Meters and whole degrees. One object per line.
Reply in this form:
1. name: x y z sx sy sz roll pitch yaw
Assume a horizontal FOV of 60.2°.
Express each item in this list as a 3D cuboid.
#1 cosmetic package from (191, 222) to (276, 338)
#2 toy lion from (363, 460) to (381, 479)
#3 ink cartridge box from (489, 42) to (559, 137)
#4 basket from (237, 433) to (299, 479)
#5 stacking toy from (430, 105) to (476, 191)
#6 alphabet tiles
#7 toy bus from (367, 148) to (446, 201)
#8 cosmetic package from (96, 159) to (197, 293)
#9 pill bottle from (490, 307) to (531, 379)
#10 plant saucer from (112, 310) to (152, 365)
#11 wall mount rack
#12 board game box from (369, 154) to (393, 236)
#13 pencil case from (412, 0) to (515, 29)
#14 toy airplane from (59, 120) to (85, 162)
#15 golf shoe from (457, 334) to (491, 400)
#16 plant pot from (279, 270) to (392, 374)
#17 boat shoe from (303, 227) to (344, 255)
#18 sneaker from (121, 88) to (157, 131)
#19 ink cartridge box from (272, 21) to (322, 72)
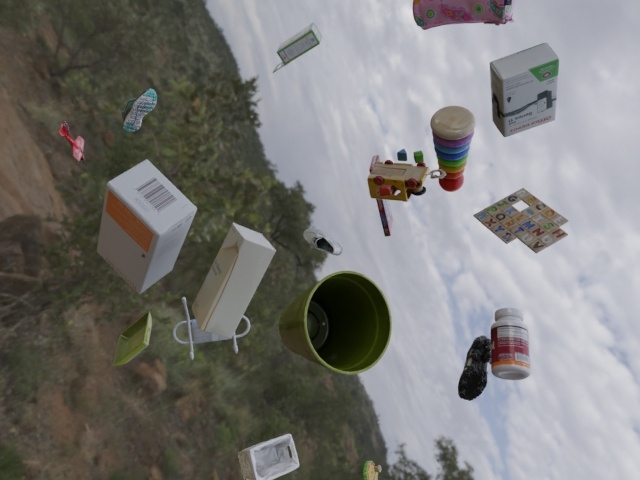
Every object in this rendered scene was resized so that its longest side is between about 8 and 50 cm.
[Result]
1. cosmetic package: -0.269 0.121 1.683 0.113 0.309 0.160 22 9 -28
2. toy lion: 0.171 0.795 1.858 0.096 0.034 0.100 31 56 -54
3. ink cartridge box: 0.540 -0.393 1.468 0.208 0.153 0.086 63 10 -51
4. basket: -0.172 0.708 1.789 0.103 0.167 0.113 -30 -109 47
5. stacking toy: 0.437 -0.281 1.845 0.330 0.141 0.141 75 -9 -52
6. alphabet tiles: 0.620 -0.057 1.684 0.237 0.198 0.009 52 -15 44
7. toy bus: 0.240 -0.164 1.608 0.202 0.191 0.104 -121 -167 -50
8. cosmetic package: -0.583 -0.030 1.813 0.230 0.161 0.453 44 -37 4
9. pill bottle: 0.436 0.237 1.273 0.086 0.086 0.151 77 19 -57
10. plant saucer: -0.758 0.410 2.264 0.045 0.188 0.188 43 18 -29
11. wall mount rack: -0.491 0.369 2.475 0.130 0.350 0.303 -137 -139 -74
12. board game box: 0.235 -0.171 2.116 0.145 0.027 0.281 -73 150 -59
13. pencil case: 0.407 -0.665 1.562 0.124 0.284 0.124 -25 119 -56
14. toy airplane: -0.795 -0.312 1.770 0.151 0.028 0.151 162 -90 -88
15. golf shoe: 0.457 0.371 1.616 0.094 0.077 0.198 -13 122 -77
16. plant pot: 0.021 0.320 2.106 0.353 0.367 0.366 -21 -90 59
17. boat shoe: 0.000 0.000 2.447 0.226 0.076 0.083 22 -79 34
18. sneaker: -0.564 -0.413 1.692 0.065 0.166 0.076 5 51 -53
19. ink cartridge box: -0.099 -0.703 2.016 0.062 0.209 0.109 53 23 -26
